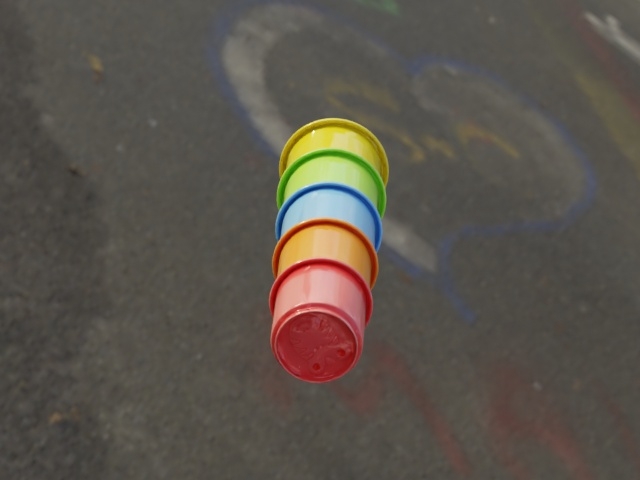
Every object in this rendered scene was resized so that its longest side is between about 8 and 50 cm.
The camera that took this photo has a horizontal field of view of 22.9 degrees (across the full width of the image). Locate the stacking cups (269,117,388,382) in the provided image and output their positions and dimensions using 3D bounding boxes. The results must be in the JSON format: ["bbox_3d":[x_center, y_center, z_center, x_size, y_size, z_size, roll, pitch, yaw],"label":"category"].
[{"bbox_3d":[0.000,0.000,1.207,0.096,0.096,0.316,31,22,-8],"label":"stacking cups"}]
